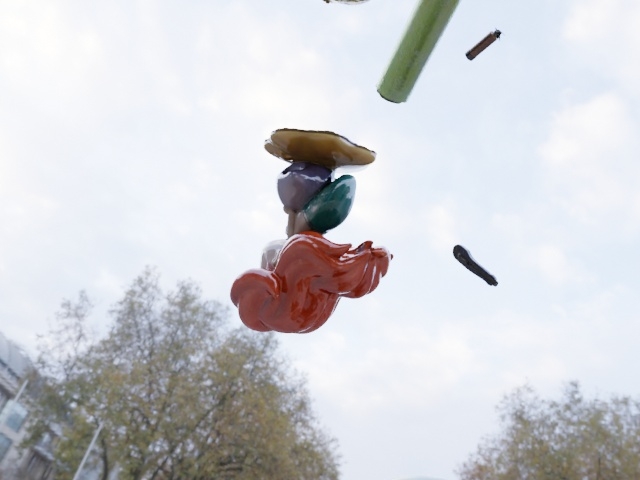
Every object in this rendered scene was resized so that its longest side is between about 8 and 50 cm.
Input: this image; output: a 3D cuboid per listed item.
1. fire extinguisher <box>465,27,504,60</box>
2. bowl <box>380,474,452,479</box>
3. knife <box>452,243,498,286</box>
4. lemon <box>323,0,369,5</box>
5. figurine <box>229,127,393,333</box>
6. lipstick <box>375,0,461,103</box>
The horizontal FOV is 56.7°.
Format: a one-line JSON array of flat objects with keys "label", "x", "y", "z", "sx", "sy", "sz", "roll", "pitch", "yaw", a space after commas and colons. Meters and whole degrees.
[{"label": "fire extinguisher", "x": 0.314, "y": -0.374, "z": 1.130, "sx": 0.022, "sy": 0.028, "sz": 0.083, "roll": -7, "pitch": -18, "yaw": -40}, {"label": "bowl", "x": 0.118, "y": 0.450, "z": 0.742, "sx": 0.354, "sy": 0.354, "sz": 0.185, "roll": 0, "pitch": -40, "yaw": 24}, {"label": "knife", "x": 0.302, "y": 0.049, "z": 1.154, "sx": 0.018, "sy": 0.121, "sz": 0.031, "roll": 8, "pitch": -61, "yaw": -50}, {"label": "lemon", "x": 0.049, "y": -0.485, "z": 0.964, "sx": 0.178, "sy": 0.178, "sz": 0.203, "roll": 25, "pitch": -59, "yaw": -9}, {"label": "figurine", "x": -0.008, "y": -0.001, "z": 0.778, "sx": 0.208, "sy": 0.257, "sz": 0.181, "roll": 6, "pitch": -7, "yaw": 0}, {"label": "lipstick", "x": 0.191, "y": -0.387, "z": 1.085, "sx": 0.076, "sy": 0.076, "sz": 0.304, "roll": 23, "pitch": -47, "yaw": -6}]
